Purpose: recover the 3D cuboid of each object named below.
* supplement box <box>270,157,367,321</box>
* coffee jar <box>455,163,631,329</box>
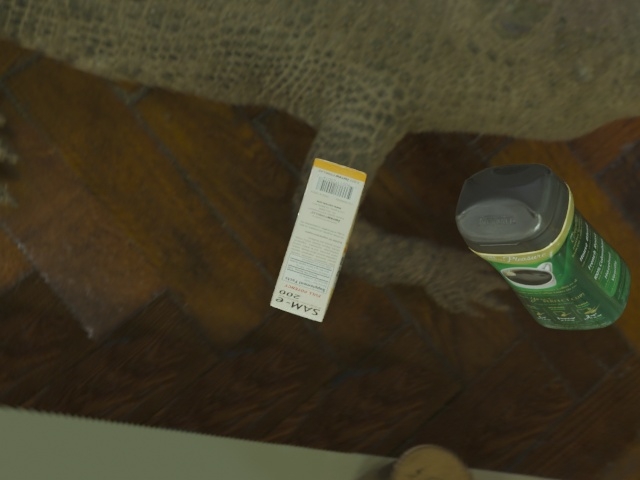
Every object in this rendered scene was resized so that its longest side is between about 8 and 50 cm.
[{"bbox_3d":[0.000,0.000,0.876,0.036,0.062,0.098,17,91,2],"label":"supplement box"},{"bbox_3d":[0.194,0.006,1.184,0.184,0.096,0.079,43,54,-45],"label":"coffee jar"}]
